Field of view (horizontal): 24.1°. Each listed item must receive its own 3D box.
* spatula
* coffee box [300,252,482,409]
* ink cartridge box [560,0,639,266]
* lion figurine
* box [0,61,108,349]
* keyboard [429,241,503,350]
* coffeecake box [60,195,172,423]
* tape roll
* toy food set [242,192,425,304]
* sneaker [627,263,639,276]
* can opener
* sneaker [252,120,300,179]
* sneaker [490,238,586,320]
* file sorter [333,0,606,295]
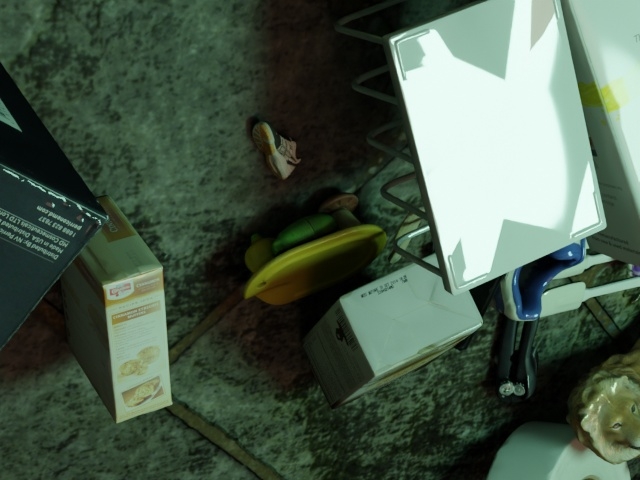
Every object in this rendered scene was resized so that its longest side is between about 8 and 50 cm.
[{"bbox_3d":[0.395,0.019,2.015,0.242,0.019,0.168,-11,127,-26],"label":"spatula"},{"bbox_3d":[0.076,0.107,1.724,0.141,0.098,0.246,-23,171,-15],"label":"coffee box"},{"bbox_3d":[0.389,-0.202,1.651,0.279,0.160,0.385,-27,109,-15],"label":"ink cartridge box"},{"bbox_3d":[0.481,0.173,2.091,0.240,0.142,0.392,51,53,-26],"label":"lion figurine"},{"bbox_3d":[-0.381,-0.015,1.279,0.182,0.296,0.294,29,104,-44],"label":"box"},{"bbox_3d":[0.174,0.036,1.842,0.192,0.100,0.038,-67,169,26],"label":"keyboard"},{"bbox_3d":[-0.216,0.071,1.561,0.068,0.142,0.186,-18,131,-23],"label":"coffeecake box"},{"bbox_3d":[0.333,0.398,2.108,0.286,0.100,0.286,-3,94,-52],"label":"tape roll"},{"bbox_3d":[0.000,0.000,1.714,0.217,0.071,0.128,-20,155,-18],"label":"toy food set"},{"bbox_3d":[0.484,0.004,2.010,0.170,0.071,0.068,-26,134,-19],"label":"sneaker"},{"bbox_3d":[0.262,0.141,2.004,0.059,0.073,0.186,4,126,11],"label":"can opener"},{"bbox_3d":[-0.046,-0.105,1.625,0.037,0.032,0.083,-44,142,-17],"label":"sneaker"},{"bbox_3d":[0.297,-0.033,1.832,0.112,0.131,0.296,16,111,-38],"label":"sneaker"},{"bbox_3d":[0.151,-0.122,1.577,0.192,0.173,0.278,-23,111,-18],"label":"file sorter"}]
